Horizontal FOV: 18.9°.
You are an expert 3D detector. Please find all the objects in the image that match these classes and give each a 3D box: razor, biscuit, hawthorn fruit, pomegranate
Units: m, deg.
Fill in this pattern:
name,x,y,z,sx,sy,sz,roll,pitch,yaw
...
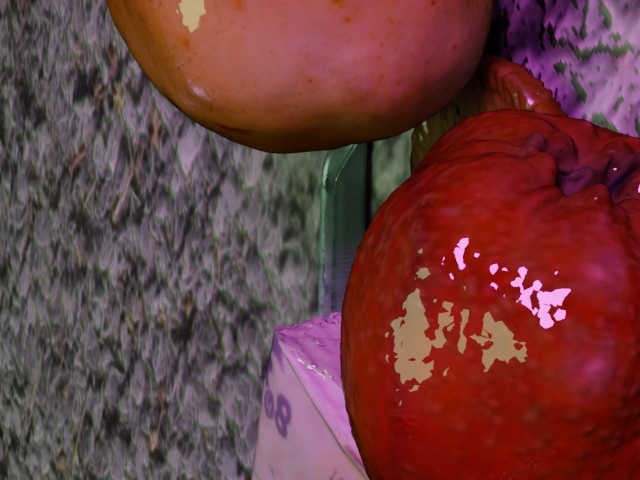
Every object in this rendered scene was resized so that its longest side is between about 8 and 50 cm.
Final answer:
name,x,y,z,sx,sy,sz,roll,pitch,yaw
razor,0.010,-0.002,1.298,0.111,0.056,0.277,41,144,56
biscuit,0.105,-0.014,1.100,0.188,0.027,0.187,37,133,54
hawthorn fruit,0.101,0.066,0.927,0.205,0.205,0.253,50,139,47
pomegranate,-0.013,-0.154,1.061,0.233,0.233,0.233,39,135,55

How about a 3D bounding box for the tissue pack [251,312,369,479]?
name,x,y,z,sx,sy,sz,roll,pitch,yaw
tissue pack,0.050,0.229,1.184,0.242,0.125,0.343,52,148,39
